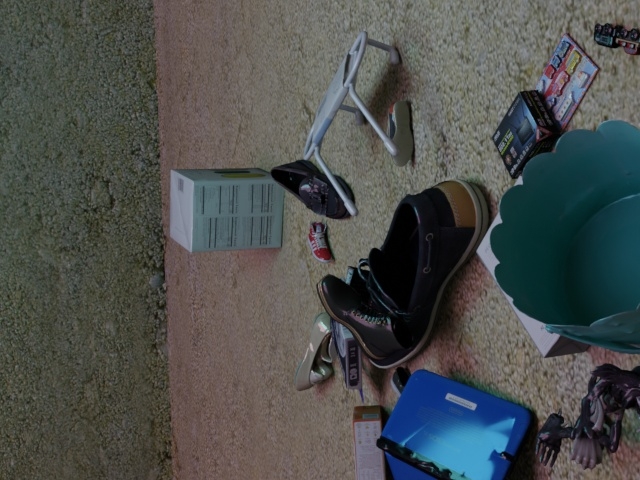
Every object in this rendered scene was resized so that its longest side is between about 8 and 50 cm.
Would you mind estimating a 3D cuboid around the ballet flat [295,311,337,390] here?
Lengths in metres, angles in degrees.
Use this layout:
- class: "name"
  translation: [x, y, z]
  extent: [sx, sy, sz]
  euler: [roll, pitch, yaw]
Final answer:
- class: "ballet flat"
  translation: [-0.002, 0.293, 2.187]
  extent: [0.086, 0.086, 0.248]
  euler: [54, 139, 47]

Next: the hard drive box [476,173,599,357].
- class: "hard drive box"
  translation: [0.363, 0.036, 1.385]
  extent: [0.232, 0.089, 0.181]
  euler: [64, 146, 37]

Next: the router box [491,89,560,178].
- class: "router box"
  translation: [0.336, -0.173, 1.456]
  extent: [0.122, 0.038, 0.092]
  euler: [113, 145, -54]

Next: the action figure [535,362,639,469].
- class: "action figure"
  translation: [0.417, 0.259, 1.236]
  extent: [0.275, 0.164, 0.141]
  euler: [115, 163, -59]

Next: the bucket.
- class: "bucket"
  translation: [0.380, 0.008, 1.133]
  extent: [0.281, 0.183, 0.281]
  euler: [-21, 56, 35]

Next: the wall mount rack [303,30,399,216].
- class: "wall mount rack"
  translation: [0.070, -0.241, 1.821]
  extent: [0.350, 0.130, 0.304]
  euler: [121, 162, -50]

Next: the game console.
- class: "game console"
  translation: [0.264, 0.411, 1.632]
  extent: [0.293, 0.173, 0.250]
  euler: [15, 71, 50]

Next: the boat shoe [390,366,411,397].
- class: "boat shoe"
  translation: [0.186, 0.313, 1.832]
  extent: [0.142, 0.049, 0.040]
  euler: [-132, 45, -55]

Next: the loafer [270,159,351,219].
- class: "loafer"
  translation: [-0.028, -0.122, 2.155]
  extent: [0.302, 0.095, 0.109]
  euler: [39, 128, 57]

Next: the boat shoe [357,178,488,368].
- class: "boat shoe"
  translation: [0.160, 0.078, 1.736]
  extent: [0.186, 0.156, 0.500]
  euler: [65, 148, 34]

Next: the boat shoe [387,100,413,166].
- class: "boat shoe"
  translation: [0.159, -0.217, 1.815]
  extent: [0.043, 0.049, 0.137]
  euler: [169, 99, -69]

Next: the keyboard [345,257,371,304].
- class: "keyboard"
  translation: [0.093, 0.086, 1.873]
  extent: [0.023, 0.180, 0.108]
  euler: [10, 88, 22]

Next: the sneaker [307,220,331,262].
- class: "sneaker"
  translation: [0.000, 0.000, 2.175]
  extent: [0.118, 0.042, 0.067]
  euler: [-122, 34, -47]

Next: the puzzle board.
- class: "puzzle board"
  translation: [0.381, -0.247, 1.398]
  extent: [0.128, 0.011, 0.096]
  euler: [111, 145, -42]

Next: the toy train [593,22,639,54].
- class: "toy train"
  translation: [0.443, -0.279, 1.250]
  extent: [0.158, 0.027, 0.036]
  euler: [-141, 49, -57]

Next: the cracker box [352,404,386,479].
- class: "cracker box"
  translation: [0.109, 0.488, 1.921]
  extent: [0.156, 0.067, 0.232]
  euler: [-17, -76, -87]

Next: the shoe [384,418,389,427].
- class: "shoe"
  translation: [0.213, 0.401, 1.791]
  extent: [0.219, 0.058, 0.076]
  euler: [6, 78, 60]

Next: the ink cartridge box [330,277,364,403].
- class: "ink cartridge box"
  translation: [0.057, 0.226, 1.981]
  extent: [0.206, 0.045, 0.208]
  euler: [-105, 9, -54]

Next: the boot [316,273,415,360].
- class: "boot"
  translation: [0.091, 0.134, 1.671]
  extent: [0.198, 0.077, 0.137]
  euler: [47, 153, -7]

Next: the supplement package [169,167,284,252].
- class: "supplement package"
  translation: [-0.261, -0.089, 2.444]
  extent: [0.199, 0.263, 0.198]
  euler: [28, 117, 60]
